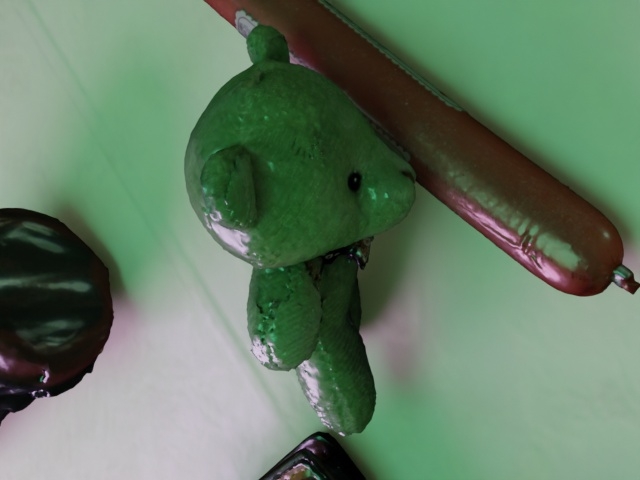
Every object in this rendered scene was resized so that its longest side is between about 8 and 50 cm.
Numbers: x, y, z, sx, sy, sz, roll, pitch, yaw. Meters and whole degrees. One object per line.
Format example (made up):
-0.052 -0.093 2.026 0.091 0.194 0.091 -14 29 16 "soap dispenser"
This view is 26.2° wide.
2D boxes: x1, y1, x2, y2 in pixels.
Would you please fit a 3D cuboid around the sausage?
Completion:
0.017 -0.058 0.507 0.253 0.034 0.034 42 127 23 "sausage"

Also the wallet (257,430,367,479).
0.005 0.198 0.591 0.161 0.042 0.195 -43 74 40 "wallet"

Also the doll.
0.000 0.000 0.500 0.077 0.115 0.150 -6 134 9 "doll"

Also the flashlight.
-0.191 0.073 0.695 0.232 0.093 0.093 -41 76 42 "flashlight"
